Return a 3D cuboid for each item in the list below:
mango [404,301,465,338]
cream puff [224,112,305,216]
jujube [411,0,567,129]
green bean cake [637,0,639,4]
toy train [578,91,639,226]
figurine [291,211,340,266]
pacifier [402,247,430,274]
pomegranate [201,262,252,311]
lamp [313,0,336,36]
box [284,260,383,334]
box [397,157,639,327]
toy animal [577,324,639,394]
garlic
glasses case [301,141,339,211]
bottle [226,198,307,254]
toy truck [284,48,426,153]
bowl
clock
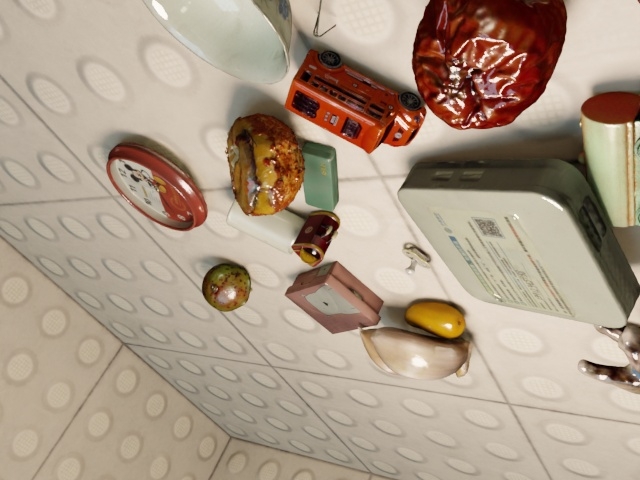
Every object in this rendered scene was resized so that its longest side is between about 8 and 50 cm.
[{"bbox_3d":[0.304,0.209,1.713,0.184,0.084,0.102,10,147,45],"label":"mango"},{"bbox_3d":[-0.120,-0.163,1.391,0.164,0.239,0.240,0,151,-14],"label":"cream puff"},{"bbox_3d":[0.244,-0.286,0.944,0.213,0.213,0.232,26,144,4],"label":"jujube"},{"bbox_3d":[0.468,-0.379,0.724,0.199,0.097,0.232,5,142,34],"label":"green bean cake"},{"bbox_3d":[0.516,-0.124,1.055,0.177,0.116,0.285,18,150,38],"label":"toy train"},{"bbox_3d":[-0.001,0.000,1.572,0.082,0.154,0.098,44,142,-23],"label":"figurine"},{"bbox_3d":[0.227,0.056,1.566,0.083,0.064,0.068,36,165,-13],"label":"pacifier"},{"bbox_3d":[-0.286,0.153,2.034,0.159,0.159,0.205,12,171,24],"label":"pomegranate"},{"bbox_3d":[0.005,-0.408,1.074,0.041,0.054,0.121,21,147,12],"label":"lamp"},{"bbox_3d":[0.043,0.171,1.850,0.215,0.086,0.215,41,147,-20],"label":"box"},{"bbox_3d":[0.386,0.002,1.273,0.397,0.111,0.396,8,145,51],"label":"box"},{"bbox_3d":[0.778,0.270,1.346,0.344,0.194,0.303,32,154,-12],"label":"toy animal"},{"bbox_3d":[0.266,0.310,1.744,0.325,0.132,0.279,5,172,-4],"label":"garlic"},{"bbox_3d":[-0.001,-0.145,1.471,0.078,0.039,0.184,18,147,16],"label":"glasses case"},{"bbox_3d":[-0.116,-0.035,1.656,0.245,0.104,0.104,27,148,2],"label":"bottle"},{"bbox_3d":[0.065,-0.248,1.201,0.253,0.114,0.107,29,147,1],"label":"toy truck"},{"bbox_3d":[-0.150,-0.419,1.068,0.313,0.146,0.313,31,167,8],"label":"bowl"},{"bbox_3d":[-0.451,-0.149,1.772,0.319,0.080,0.318,24,151,14],"label":"clock"}]
